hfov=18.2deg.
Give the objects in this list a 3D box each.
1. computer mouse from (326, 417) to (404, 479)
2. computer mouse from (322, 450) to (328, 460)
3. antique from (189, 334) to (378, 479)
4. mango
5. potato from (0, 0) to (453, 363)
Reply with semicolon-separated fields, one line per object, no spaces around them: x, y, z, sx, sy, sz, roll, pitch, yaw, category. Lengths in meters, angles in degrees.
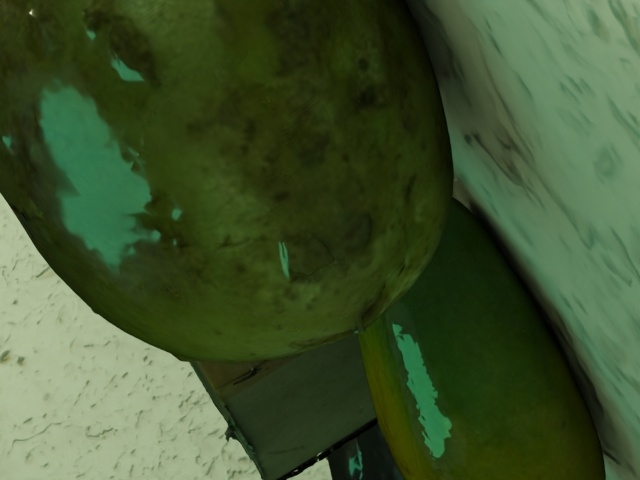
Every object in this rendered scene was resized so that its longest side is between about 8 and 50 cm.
0.079;0.184;1.344;0.183;0.116;0.323;43;165;48;computer mouse
0.038;0.167;1.733;0.145;0.082;0.236;58;176;-18;computer mouse
-0.015;0.018;1.046;0.152;0.146;0.148;54;172;31;antique
0.069;0.065;0.913;0.130;0.091;0.195;-135;21;-73;mango
-0.065;-0.077;0.795;0.210;0.173;0.307;58;172;-33;potato
